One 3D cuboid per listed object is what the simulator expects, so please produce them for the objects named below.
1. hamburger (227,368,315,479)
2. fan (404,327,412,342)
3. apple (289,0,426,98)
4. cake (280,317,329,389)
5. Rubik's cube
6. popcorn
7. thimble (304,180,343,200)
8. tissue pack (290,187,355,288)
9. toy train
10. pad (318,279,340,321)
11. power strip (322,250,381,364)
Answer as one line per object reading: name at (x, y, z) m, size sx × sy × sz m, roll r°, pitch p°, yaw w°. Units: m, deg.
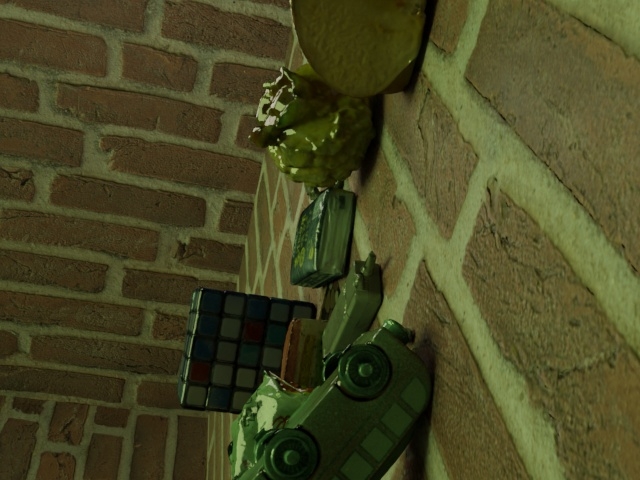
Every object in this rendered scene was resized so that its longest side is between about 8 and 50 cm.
hamburger at (-0.078, 0.390, 1.542) m, size 0.261 × 0.150 × 0.276 m, roll 33°, pitch 106°, yaw 29°
fan at (0.100, 0.176, 1.376) m, size 0.282 × 0.023 × 0.057 m, roll 136°, pitch 143°, yaw -74°
apple at (0.089, -0.421, 1.465) m, size 0.252 × 0.314 × 0.309 m, roll 32°, pitch 120°, yaw 32°
cake at (-0.026, 0.274, 1.698) m, size 0.090 × 0.110 × 0.225 m, roll 136°, pitch 142°, yaw -72°
Rubik's cube at (-0.192, 0.276, 2.068) m, size 0.292 × 0.287 × 0.293 m, roll 149°, pitch 130°, yaw -77°
popcorn at (-0.006, -0.241, 1.711) m, size 0.258 × 0.270 × 0.224 m, roll 52°, pitch 163°, yaw 6°
thimble at (0.006, -0.140, 1.920) m, size 0.110 × 0.084 × 0.062 m, roll -66°, pitch 14°, yaw 1°
tissue pack at (0.000, 0.000, 1.850) m, size 0.257 × 0.081 × 0.185 m, roll 143°, pitch 138°, yaw -74°
toy train at (0.029, 0.256, 1.148) m, size 0.326 × 0.159 × 0.129 m, roll -48°, pitch 4°, yaw -18°
pad at (0.010, 0.194, 1.854) m, size 0.158 × 0.003 × 0.234 m, roll -106°, pitch 27°, yaw -65°
power strip at (0.061, 0.125, 1.526) m, size 0.288 × 0.053 × 0.093 m, roll 111°, pitch 165°, yaw -45°
